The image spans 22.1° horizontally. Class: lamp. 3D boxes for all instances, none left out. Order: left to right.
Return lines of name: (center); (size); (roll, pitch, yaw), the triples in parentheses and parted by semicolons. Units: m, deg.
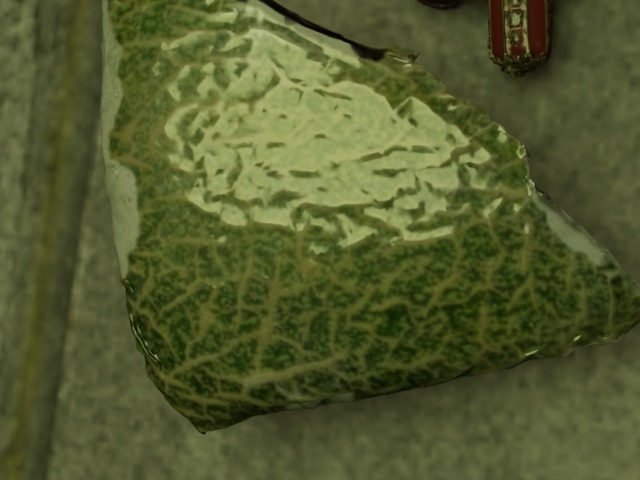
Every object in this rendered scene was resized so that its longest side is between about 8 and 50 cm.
lamp: (0.072, -0.101, 0.545); (0.063, 0.031, 0.083); (42, 96, 19)

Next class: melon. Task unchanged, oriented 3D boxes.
melon: (-0.003, 0.003, 0.531); (0.202, 0.093, 0.139); (33, 93, 13)
